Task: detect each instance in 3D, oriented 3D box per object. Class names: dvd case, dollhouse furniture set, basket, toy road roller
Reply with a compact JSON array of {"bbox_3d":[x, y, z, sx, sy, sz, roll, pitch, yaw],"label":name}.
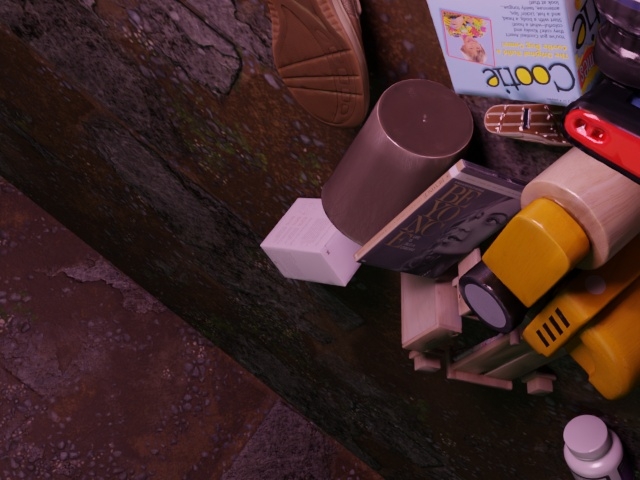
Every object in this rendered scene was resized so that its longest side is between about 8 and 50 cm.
[{"bbox_3d":[0.174,-0.021,1.098,0.164,0.018,0.221,13,137,-38],"label":"dvd case"},{"bbox_3d":[0.321,0.112,1.334,0.355,0.174,0.303,15,149,-22],"label":"dollhouse furniture set"},{"bbox_3d":[0.118,-0.101,1.106,0.204,0.154,0.227,20,149,1],"label":"basket"},{"bbox_3d":[0.334,0.039,0.935,0.240,0.202,0.329,47,161,16],"label":"toy road roller"}]

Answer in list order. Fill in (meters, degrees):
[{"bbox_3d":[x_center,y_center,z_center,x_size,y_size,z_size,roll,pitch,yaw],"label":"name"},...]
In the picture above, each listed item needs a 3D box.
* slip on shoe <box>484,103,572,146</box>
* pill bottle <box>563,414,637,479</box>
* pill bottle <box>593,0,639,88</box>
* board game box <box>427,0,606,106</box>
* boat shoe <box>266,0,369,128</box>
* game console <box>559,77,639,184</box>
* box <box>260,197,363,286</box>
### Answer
[{"bbox_3d":[0.268,-0.140,0.968,0.135,0.052,0.041,7,-178,34],"label":"slip on shoe"},{"bbox_3d":[0.524,0.416,1.506,0.108,0.108,0.193,11,144,44],"label":"pill bottle"},{"bbox_3d":[0.287,-0.235,0.629,0.122,0.123,0.219,25,140,24],"label":"pill bottle"},{"bbox_3d":[0.181,-0.277,0.721,0.144,0.142,0.275,16,147,37],"label":"board game box"},{"bbox_3d":[0.001,-0.290,0.979,0.121,0.110,0.341,8,141,27],"label":"boat shoe"},{"bbox_3d":[0.380,-0.048,0.654,0.342,0.386,0.060,34,115,13],"label":"game console"},{"bbox_3d":[0.000,0.000,1.447,0.170,0.130,0.091,7,141,48],"label":"box"}]
